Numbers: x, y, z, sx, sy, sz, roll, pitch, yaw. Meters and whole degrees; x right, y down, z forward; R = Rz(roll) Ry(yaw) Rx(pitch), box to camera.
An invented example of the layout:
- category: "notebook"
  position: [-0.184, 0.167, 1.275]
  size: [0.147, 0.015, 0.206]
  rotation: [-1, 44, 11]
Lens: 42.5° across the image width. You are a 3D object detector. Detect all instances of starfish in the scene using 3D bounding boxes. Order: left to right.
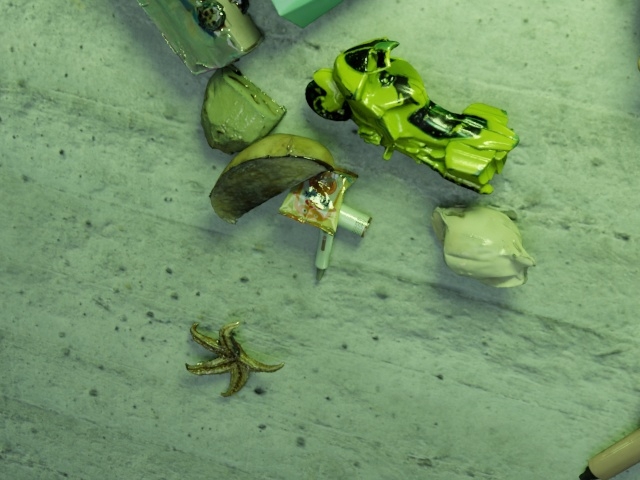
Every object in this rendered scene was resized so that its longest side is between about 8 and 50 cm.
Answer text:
- category: "starfish"
  position: [-0.173, 0.246, 1.683]
  size: [0.238, 0.057, 0.213]
  rotation: [4, 126, 20]

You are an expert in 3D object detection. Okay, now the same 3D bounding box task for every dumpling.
- category: "dumpling"
  position: [0.270, 0.016, 1.386]
  size: [0.199, 0.118, 0.136]
  rotation: [31, 142, 32]

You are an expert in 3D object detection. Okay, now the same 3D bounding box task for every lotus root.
- category: "lotus root"
  position: [-0.149, -0.209, 1.419]
  size: [0.143, 0.070, 0.144]
  rotation: [33, 122, 0]

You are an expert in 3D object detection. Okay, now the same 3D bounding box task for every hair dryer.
- category: "hair dryer"
  position: [-0.008, -0.002, 1.505]
  size: [0.155, 0.044, 0.183]
  rotation: [28, 125, 5]
- category: "hair dryer"
  position: [0.602, 0.367, 1.487]
  size: [0.189, 0.106, 0.344]
  rotation: [35, 131, -5]

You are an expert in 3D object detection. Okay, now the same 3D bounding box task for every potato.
- category: "potato"
  position: [-0.099, -0.135, 1.411]
  size: [0.261, 0.100, 0.120]
  rotation: [-23, 136, 37]

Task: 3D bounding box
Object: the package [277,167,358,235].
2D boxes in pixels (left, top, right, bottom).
- category: "package"
  position: [-0.004, -0.080, 1.431]
  size: [0.108, 0.031, 0.120]
  rotation: [21, 82, 6]

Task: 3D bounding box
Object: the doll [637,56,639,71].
- category: "doll"
  position: [0.600, -0.285, 1.096]
  size: [0.348, 0.161, 0.423]
  rotation: [-6, 117, 6]

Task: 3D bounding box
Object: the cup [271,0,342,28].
- category: "cup"
  position: [0.034, -0.434, 1.212]
  size: [0.236, 0.134, 0.148]
  rotation: [-24, 111, 23]

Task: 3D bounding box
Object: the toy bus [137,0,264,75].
- category: "toy bus"
  position: [-0.233, -0.414, 1.317]
  size: [0.138, 0.112, 0.317]
  rotation: [-26, 106, 32]

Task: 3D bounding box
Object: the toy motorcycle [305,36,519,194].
- category: "toy motorcycle"
  position: [0.142, -0.204, 1.291]
  size: [0.342, 0.142, 0.206]
  rotation: [26, 160, 3]
